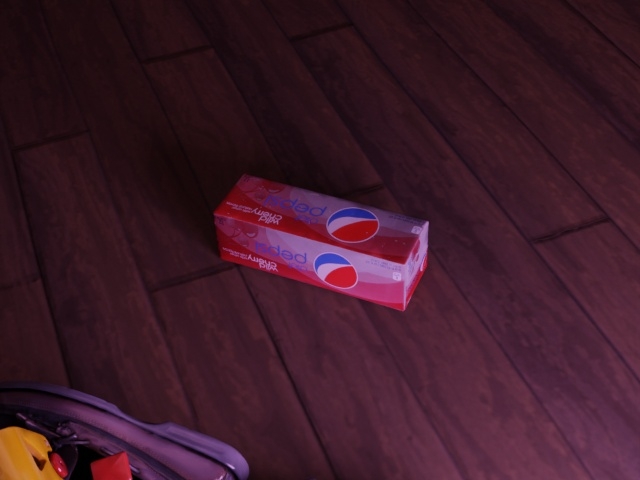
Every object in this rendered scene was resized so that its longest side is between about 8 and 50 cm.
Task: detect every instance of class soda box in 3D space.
[{"bbox_3d":[0.000,0.000,1.252,0.263,0.083,0.092,15,46,20],"label":"soda box"}]

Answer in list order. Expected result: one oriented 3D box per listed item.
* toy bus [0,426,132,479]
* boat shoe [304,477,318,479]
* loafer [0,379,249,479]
[{"bbox_3d":[-0.276,0.275,0.916,0.202,0.104,0.191,9,73,13],"label":"toy bus"},{"bbox_3d":[-0.060,0.333,0.893,0.102,0.108,0.301,22,47,24],"label":"boat shoe"},{"bbox_3d":[-0.228,0.226,1.020,0.302,0.109,0.095,13,50,13],"label":"loafer"}]
